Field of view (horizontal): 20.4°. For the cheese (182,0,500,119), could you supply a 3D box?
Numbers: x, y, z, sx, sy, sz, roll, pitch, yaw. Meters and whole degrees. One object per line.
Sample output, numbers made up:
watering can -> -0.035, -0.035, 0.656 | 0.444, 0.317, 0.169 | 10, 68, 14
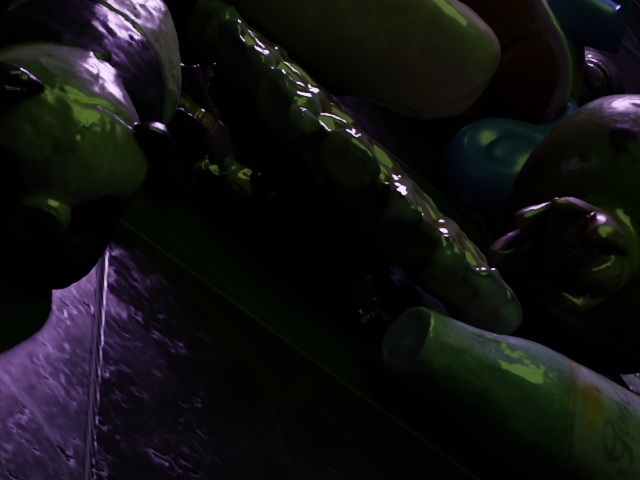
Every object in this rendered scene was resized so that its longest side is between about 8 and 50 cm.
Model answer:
cheese -> -0.024, -0.212, 1.420 | 0.328, 0.129, 0.351 | 33, 8, 25

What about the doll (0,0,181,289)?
doll -> -0.148, -0.072, 0.979 | 0.143, 0.135, 0.234 | 40, 23, -10

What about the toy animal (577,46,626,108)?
toy animal -> 0.292, -0.265, 2.374 | 0.168, 0.106, 0.343 | 31, 19, -34

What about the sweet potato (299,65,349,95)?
sweet potato -> -0.015, -0.212, 1.675 | 0.081, 0.062, 0.233 | 49, 8, -43

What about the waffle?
waffle -> 0.027, -0.051, 1.330 | 0.292, 0.056, 0.309 | 49, 3, 39

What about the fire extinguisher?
fire extinguisher -> 0.000, 0.000, 1.264 | 0.177, 0.050, 0.062 | 48, 34, 7

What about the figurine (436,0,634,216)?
figurine -> 0.177, -0.188, 1.834 | 0.298, 0.243, 0.416 | 92, -22, -50

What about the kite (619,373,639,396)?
kite -> 0.306, 0.135, 1.703 | 0.139, 0.011, 0.157 | 38, 21, -30

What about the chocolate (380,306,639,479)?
chocolate -> 0.162, 0.127, 1.274 | 0.291, 0.110, 0.110 | 31, 23, -32

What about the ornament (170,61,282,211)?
ornament -> -0.095, -0.073, 1.165 | 0.203, 0.088, 0.081 | 36, 21, -30

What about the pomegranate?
pomegranate -> 0.253, -0.018, 1.513 | 0.242, 0.242, 0.306 | 56, 8, 29
